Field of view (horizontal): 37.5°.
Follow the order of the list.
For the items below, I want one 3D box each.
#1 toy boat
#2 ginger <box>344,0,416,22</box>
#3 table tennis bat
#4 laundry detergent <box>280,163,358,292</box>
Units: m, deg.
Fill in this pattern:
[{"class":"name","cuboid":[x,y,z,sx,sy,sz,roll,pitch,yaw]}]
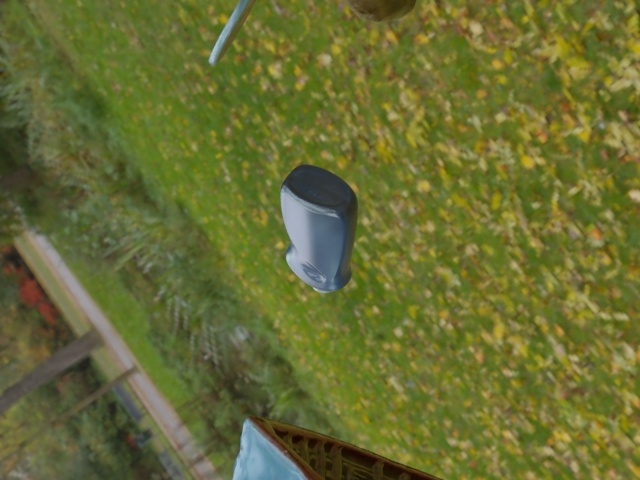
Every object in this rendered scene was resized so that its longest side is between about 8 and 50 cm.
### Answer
[{"class":"toy boat","cuboid":[0.082,0.208,0.654,0.392,0.079,0.136,34,-179,-45]},{"class":"ginger","cuboid":[0.041,-0.266,0.600,0.080,0.166,0.333,44,141,18]},{"class":"table tennis bat","cuboid":[-0.101,-0.338,1.309,0.040,0.153,0.244,30,144,-8]},{"class":"laundry detergent","cuboid":[0.001,-0.001,1.162,0.096,0.061,0.206,22,147,18]}]
